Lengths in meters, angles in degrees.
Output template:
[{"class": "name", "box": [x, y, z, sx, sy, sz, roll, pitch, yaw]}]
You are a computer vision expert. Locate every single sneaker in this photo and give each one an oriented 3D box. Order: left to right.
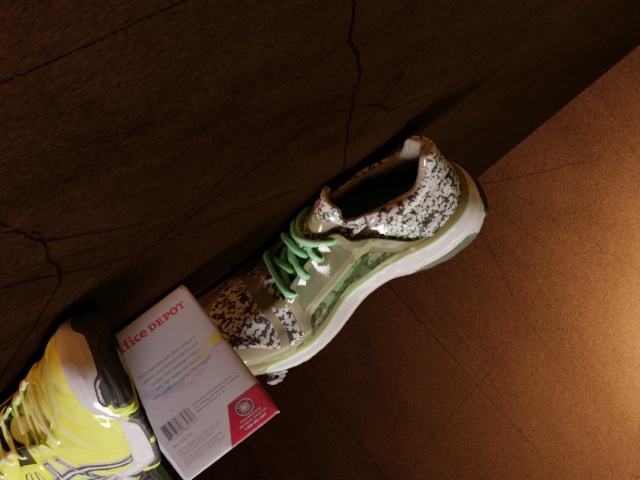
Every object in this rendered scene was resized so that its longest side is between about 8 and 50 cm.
[{"class": "sneaker", "box": [-0.247, 0.185, 1.342, 0.147, 0.145, 0.385, -16, 160, -17]}, {"class": "sneaker", "box": [0.000, 0.000, 1.677, 0.410, 0.158, 0.182, -36, 144, -2]}]

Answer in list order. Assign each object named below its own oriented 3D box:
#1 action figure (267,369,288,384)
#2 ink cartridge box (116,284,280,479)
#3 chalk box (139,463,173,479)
[{"class": "action figure", "box": [-0.144, 0.193, 2.102, 0.164, 0.141, 0.275, -44, 170, 21]}, {"class": "ink cartridge box", "box": [-0.150, 0.158, 1.540, 0.128, 0.176, 0.127, -36, 177, -10]}, {"class": "chalk box", "box": [-0.342, 0.358, 1.981, 0.180, 0.179, 0.289, -41, 175, 27]}]
